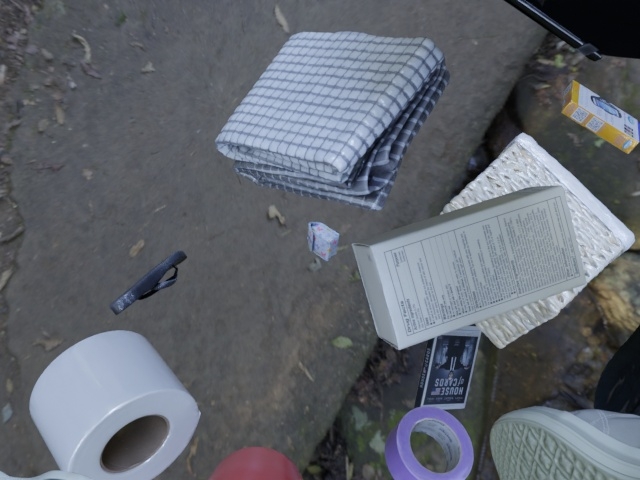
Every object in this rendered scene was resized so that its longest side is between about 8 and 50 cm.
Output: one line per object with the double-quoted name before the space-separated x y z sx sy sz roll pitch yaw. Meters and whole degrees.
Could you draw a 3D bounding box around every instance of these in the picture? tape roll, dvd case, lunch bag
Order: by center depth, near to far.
"tape roll" -0.363 0.305 1.208 0.246 0.169 0.246 -29 139 -28
"tape roll" 0.248 0.483 1.563 0.188 0.189 0.080 14 141 -10
"lunch bag" 0.000 0.000 1.711 0.053 0.083 0.071 -37 150 -35
"dvd case" 0.347 0.341 1.854 0.179 0.029 0.239 8 95 -36

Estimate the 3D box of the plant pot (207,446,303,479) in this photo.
"plant pot" -0.122 0.523 1.255 0.274 0.243 0.275 0 101 -2

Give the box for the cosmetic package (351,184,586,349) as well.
"cosmetic package" 0.222 0.034 1.026 0.309 0.113 0.160 -16 96 -10

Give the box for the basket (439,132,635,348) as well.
"basket" 0.421 0.018 1.493 0.266 0.328 0.331 -40 79 -23

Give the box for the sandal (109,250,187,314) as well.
"sandal" -0.370 0.100 1.499 0.097 0.254 0.054 -33 100 31

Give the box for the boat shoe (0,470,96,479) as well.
"boat shoe" -0.285 0.272 0.657 0.254 0.079 0.095 -2 123 23

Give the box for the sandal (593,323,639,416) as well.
"sandal" 0.408 0.024 0.698 0.107 0.167 0.446 30 111 0

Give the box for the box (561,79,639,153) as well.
"box" 0.433 -0.185 1.043 0.136 0.081 0.028 33 130 -2

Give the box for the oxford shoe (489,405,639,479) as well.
"oxford shoe" 0.299 0.218 0.584 0.130 0.449 0.169 -18 85 -21

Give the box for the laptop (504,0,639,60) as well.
"laptop" 0.264 -0.308 0.601 0.381 0.236 0.408 5 68 -49

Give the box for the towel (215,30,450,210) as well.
"towel" 0.018 -0.171 0.939 0.235 0.283 0.121 -55 134 -18
